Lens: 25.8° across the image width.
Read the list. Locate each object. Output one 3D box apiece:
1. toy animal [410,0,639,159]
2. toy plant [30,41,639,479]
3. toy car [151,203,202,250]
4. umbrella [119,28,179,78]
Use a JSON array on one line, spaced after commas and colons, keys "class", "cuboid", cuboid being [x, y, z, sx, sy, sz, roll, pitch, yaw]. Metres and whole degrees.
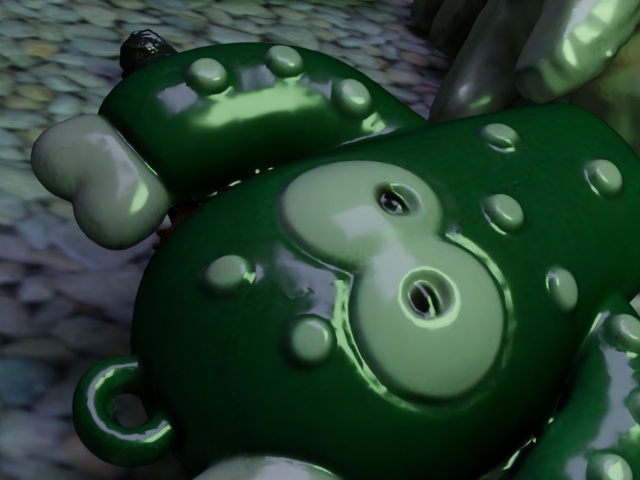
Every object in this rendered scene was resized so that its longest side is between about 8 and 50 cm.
[{"class": "toy animal", "cuboid": [0.178, -0.135, 0.893, 0.188, 0.266, 0.308, 24, -18, -15]}, {"class": "toy plant", "cuboid": [0.021, 0.026, 0.508, 0.243, 0.112, 0.233, 1, 56, -18]}, {"class": "toy car", "cuboid": [0.000, 0.000, 0.614, 0.143, 0.054, 0.073, 19, -17, -7]}, {"class": "umbrella", "cuboid": [-0.059, -0.072, 0.754, 0.037, 0.040, 0.144, -1, 31, -46]}]
